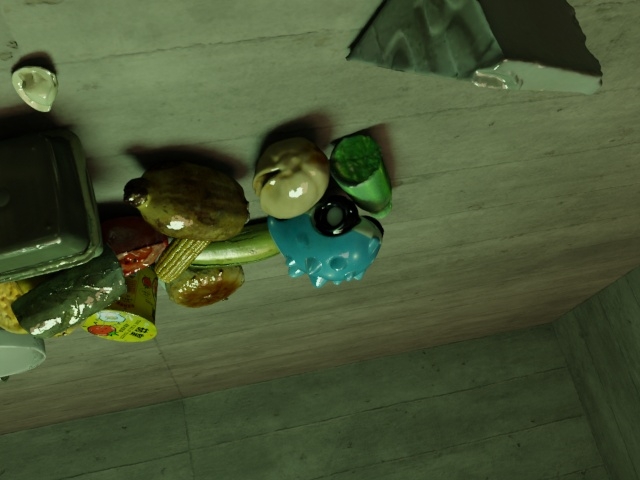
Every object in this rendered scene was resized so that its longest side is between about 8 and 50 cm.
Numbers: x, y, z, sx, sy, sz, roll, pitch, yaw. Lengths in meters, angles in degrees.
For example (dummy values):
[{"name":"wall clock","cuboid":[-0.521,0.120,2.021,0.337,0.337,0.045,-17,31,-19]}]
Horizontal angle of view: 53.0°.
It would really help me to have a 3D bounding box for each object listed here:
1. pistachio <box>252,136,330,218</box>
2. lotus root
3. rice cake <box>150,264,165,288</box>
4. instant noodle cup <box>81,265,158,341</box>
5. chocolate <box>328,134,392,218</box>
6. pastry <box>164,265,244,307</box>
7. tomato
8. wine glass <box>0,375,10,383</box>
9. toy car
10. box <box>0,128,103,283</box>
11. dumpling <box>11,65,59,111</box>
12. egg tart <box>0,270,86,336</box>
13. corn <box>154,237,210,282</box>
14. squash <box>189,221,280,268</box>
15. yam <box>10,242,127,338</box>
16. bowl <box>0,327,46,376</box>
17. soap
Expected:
[{"name":"pistachio","cuboid":[-0.055,-0.112,1.192,0.143,0.144,0.215,-6,168,-19]},{"name":"lotus root","cuboid":[-0.239,-0.070,1.162,0.260,0.145,0.128,6,144,-45]},{"name":"rice cake","cuboid":[-0.395,0.102,1.636,0.029,0.033,0.171,-19,158,-3]},{"name":"instant noodle cup","cuboid":[-0.462,0.138,1.506,0.182,0.144,0.182,2,150,1]},{"name":"chocolate","cuboid":[0.099,-0.114,1.328,0.110,0.110,0.291,-18,160,10]},{"name":"pastry","cuboid":[-0.286,0.100,1.593,0.192,0.093,0.182,-15,156,-18]},{"name":"tomato","cuboid":[-0.425,0.016,1.299,0.228,0.101,0.228,-28,175,-3]},{"name":"wine glass","cuboid":[-1.009,0.344,1.723,0.321,0.143,0.143,-9,158,-10]},{"name":"toy car","cuboid":[0.000,0.000,1.351,0.255,0.190,0.188,21,177,30]},{"name":"box","cuboid":[-0.491,-0.042,0.988,0.290,0.221,0.166,-14,173,-3]},{"name":"dumpling","cuboid":[-0.389,-0.211,0.874,0.059,0.043,0.077,11,168,-15]},{"name":"egg tart","cuboid":[-0.551,0.075,1.182,0.288,0.288,0.118,-32,-169,39]},{"name":"corn","cuboid":[-0.283,0.009,1.373,0.207,0.068,0.068,-47,146,20]},{"name":"squash","cuboid":[-0.167,0.009,1.476,0.340,0.095,0.094,-11,158,-10]},{"name":"yam","cuboid":[-0.415,0.089,1.082,0.183,0.107,0.107,-32,163,-16]},{"name":"bowl","cuboid":[-0.826,0.237,1.561,0.286,0.144,0.287,-12,158,-5]},{"name":"soap","cuboid":[0.185,-0.237,0.860,0.158,0.258,0.302,-4,157,-27]}]
